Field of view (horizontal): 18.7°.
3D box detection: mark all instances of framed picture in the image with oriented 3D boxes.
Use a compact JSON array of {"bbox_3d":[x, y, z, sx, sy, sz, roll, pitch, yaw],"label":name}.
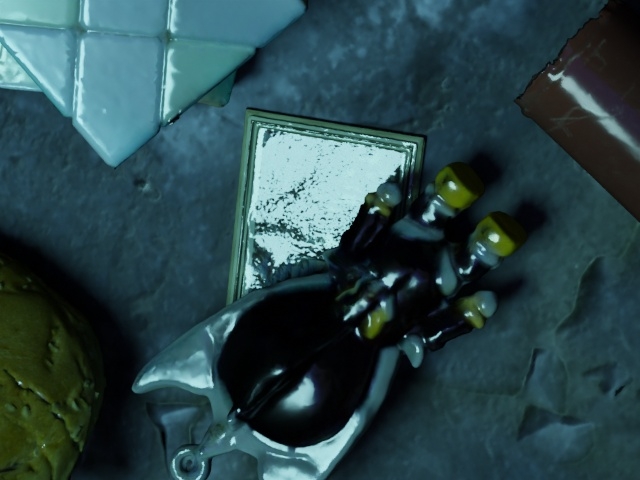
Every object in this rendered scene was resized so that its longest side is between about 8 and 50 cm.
[{"bbox_3d":[0.000,0.000,1.471,0.142,0.011,0.183,10,104,14],"label":"framed picture"}]

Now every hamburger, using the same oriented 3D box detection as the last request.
[{"bbox_3d":[-0.287,0.098,1.486,0.308,0.211,0.132,31,140,13],"label":"hamburger"}]

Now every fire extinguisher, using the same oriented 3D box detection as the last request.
[{"bbox_3d":[0.302,-0.033,1.340,0.337,0.106,0.147,43,84,2],"label":"fire extinguisher"}]

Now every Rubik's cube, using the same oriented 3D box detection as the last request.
[{"bbox_3d":[-0.135,-0.179,1.376,0.265,0.213,0.224,-37,105,9],"label":"Rubik's cube"}]

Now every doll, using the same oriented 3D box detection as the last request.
[{"bbox_3d":[0.006,0.070,1.425,0.316,0.103,0.145,-42,104,12],"label":"doll"}]
